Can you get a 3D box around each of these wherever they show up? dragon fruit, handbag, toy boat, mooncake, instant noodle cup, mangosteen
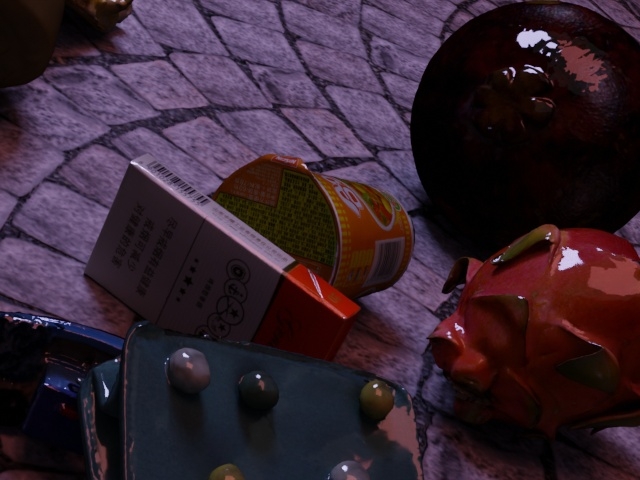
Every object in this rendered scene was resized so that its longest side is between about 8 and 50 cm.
[{"bbox_3d":[0.231,0.095,1.510,0.224,0.227,0.224,56,18,-30],"label":"dragon fruit"},{"bbox_3d":[-0.033,0.198,1.126,0.269,0.100,0.274,17,47,-32],"label":"handbag"},{"bbox_3d":[-0.183,0.120,1.199,0.223,0.100,0.097,20,20,-16],"label":"toy boat"},{"bbox_3d":[-0.367,-0.238,1.509,0.235,0.235,0.117,18,65,-19],"label":"mooncake"},{"bbox_3d":[0.000,0.000,1.528,0.168,0.168,0.185,42,22,24],"label":"instant noodle cup"},{"bbox_3d":[0.268,-0.128,1.842,0.306,0.306,0.359,39,9,19],"label":"mangosteen"}]

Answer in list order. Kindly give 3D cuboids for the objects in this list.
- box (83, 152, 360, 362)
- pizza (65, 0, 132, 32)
[{"bbox_3d":[-0.092,0.044,1.374,0.245,0.139,0.035,34,31,13],"label":"box"},{"bbox_3d":[-0.409,-0.400,1.705,0.392,0.080,0.435,34,-5,12],"label":"pizza"}]
